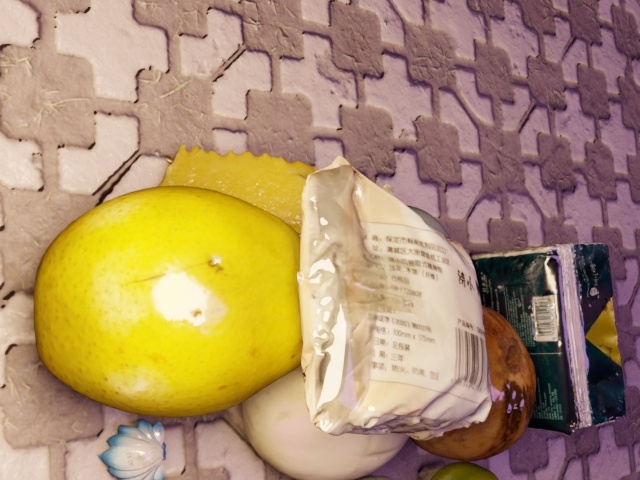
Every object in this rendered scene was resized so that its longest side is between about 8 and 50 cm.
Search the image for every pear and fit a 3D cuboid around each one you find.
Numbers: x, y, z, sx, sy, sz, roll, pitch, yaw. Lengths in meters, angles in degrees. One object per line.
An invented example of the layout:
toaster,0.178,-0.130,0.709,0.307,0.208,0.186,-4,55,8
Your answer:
pear,-0.216,0.087,1.175,0.418,0.362,0.362,-3,83,-3
pear,0.285,0.565,1.638,0.216,0.180,0.166,-22,131,-13

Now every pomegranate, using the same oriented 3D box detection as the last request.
pomegranate,0.274,0.273,1.546,0.322,0.322,0.322,8,78,-38

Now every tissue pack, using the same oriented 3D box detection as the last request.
tissue pack,0.110,0.111,1.167,0.375,0.195,0.390,29,55,-48
tissue pack,0.528,0.223,1.826,0.253,0.264,0.416,0,82,-40

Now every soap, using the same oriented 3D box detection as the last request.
soap,-0.089,-0.073,1.345,0.339,0.304,0.169,19,67,-36

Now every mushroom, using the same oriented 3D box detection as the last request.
mushroom,0.025,0.258,1.386,0.315,0.315,0.356,16,84,-37

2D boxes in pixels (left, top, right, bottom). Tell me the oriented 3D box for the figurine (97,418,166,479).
figurine,-0.303,0.344,1.258,0.114,0.079,0.114,0,93,-4

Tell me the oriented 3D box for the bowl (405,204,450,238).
bowl,0.195,0.050,1.660,0.289,0.146,0.289,7,78,-39

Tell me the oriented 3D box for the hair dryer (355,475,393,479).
hair dryer,0.069,0.550,1.491,0.119,0.298,0.296,42,21,23
